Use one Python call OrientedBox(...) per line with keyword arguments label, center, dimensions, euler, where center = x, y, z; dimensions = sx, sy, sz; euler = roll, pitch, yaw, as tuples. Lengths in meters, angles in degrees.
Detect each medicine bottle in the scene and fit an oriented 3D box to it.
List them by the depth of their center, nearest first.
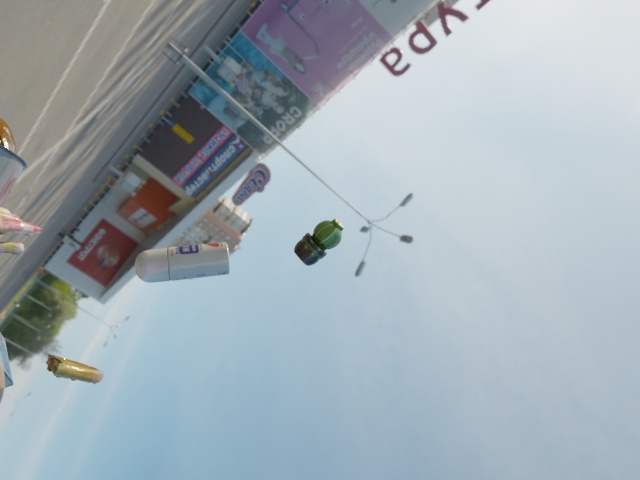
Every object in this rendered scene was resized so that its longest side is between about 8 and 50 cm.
OrientedBox(label="medicine bottle", center=(-0.522, 0.085, 1.856), dimensions=(0.130, 0.342, 0.130), euler=(174, -90, -75))

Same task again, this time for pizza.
OrientedBox(label="pizza", center=(-0.568, 0.292, 1.105), dimensions=(0.178, 0.131, 0.041), euler=(104, 5, -72))

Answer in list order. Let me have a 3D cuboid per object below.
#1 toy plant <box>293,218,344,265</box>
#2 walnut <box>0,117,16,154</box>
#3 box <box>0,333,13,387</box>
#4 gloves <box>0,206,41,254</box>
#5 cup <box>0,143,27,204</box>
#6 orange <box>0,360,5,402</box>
OrientedBox(label="toy plant", center=(0.000, 0.000, 1.484), dimensions=(0.162, 0.093, 0.092), euler=(-42, -157, 9))
OrientedBox(label="walnut", center=(-1.080, -0.280, 1.554), dimensions=(0.209, 0.209, 0.335), euler=(-9, -98, 59))
OrientedBox(label="box", center=(-1.005, 0.359, 1.524), dimensions=(0.036, 0.115, 0.177), euler=(-21, -125, -24))
OrientedBox(label="gloves", center=(-0.907, -0.041, 1.353), dimensions=(0.145, 0.241, 0.126), euler=(44, -52, 36))
OrientedBox(label="cup", center=(-0.877, -0.101, 1.186), dimensions=(0.203, 0.203, 0.288), euler=(-17, -126, 54))
OrientedBox(label="orange", center=(-0.807, 0.312, 1.025), dimensions=(0.264, 0.264, 0.264), euler=(-41, -157, 22))
